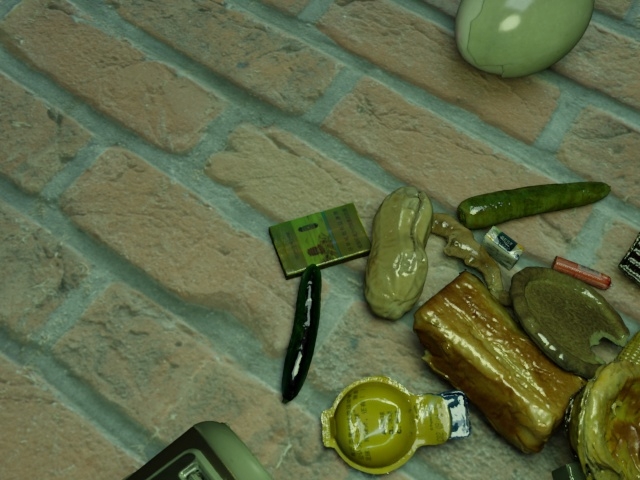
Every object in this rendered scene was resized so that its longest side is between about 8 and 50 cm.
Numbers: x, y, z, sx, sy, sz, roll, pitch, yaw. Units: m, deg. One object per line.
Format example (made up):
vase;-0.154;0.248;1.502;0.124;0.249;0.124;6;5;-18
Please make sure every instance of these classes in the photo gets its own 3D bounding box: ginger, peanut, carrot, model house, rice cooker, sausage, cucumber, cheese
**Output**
ginger;0.314;0.036;1.506;0.089;0.075;0.288;-19;58;-36
peanut;0.159;0.019;1.473;0.130;0.130;0.290;9;63;2
carrot;0.469;-0.087;1.579;0.358;0.074;0.074;-11;64;-10
model house;0.708;0.046;1.499;0.152;0.106;0.165;-40;67;-22
rice cooker;-0.201;0.478;1.113;0.325;0.335;0.335;-37;70;-19
sausage;0.550;0.070;1.521;0.129;0.034;0.034;21;64;7
cucumber;-0.033;0.178;1.425;0.056;0.056;0.284;10;67;2
cheese;0.135;0.331;1.322;0.270;0.069;0.177;-9;71;8

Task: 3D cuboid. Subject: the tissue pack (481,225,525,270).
tissue pack;0.380;0.016;1.524;0.083;0.062;0.042;38;71;16

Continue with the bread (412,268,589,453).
bread;0.327;0.227;1.366;0.195;0.149;0.344;-33;68;-31

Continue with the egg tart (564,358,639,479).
egg tart;0.495;0.318;1.240;0.241;0.106;0.241;3;86;-39

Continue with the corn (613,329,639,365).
corn;0.598;0.260;1.397;0.086;0.086;0.288;39;65;16

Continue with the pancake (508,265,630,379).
pancake;0.484;0.152;1.393;0.288;0.033;0.286;11;37;-26

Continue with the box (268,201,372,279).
box;0.000;0.000;1.532;0.193;0.030;0.121;-17;65;-11

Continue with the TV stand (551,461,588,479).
TV stand;0.492;0.523;1.256;0.088;0.083;0.270;-6;62;-8

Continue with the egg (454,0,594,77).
egg;0.455;-0.520;1.686;0.336;0.278;0.278;-27;67;-19
